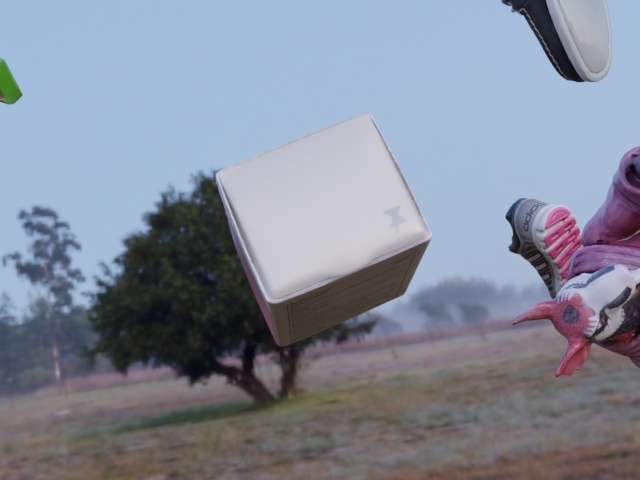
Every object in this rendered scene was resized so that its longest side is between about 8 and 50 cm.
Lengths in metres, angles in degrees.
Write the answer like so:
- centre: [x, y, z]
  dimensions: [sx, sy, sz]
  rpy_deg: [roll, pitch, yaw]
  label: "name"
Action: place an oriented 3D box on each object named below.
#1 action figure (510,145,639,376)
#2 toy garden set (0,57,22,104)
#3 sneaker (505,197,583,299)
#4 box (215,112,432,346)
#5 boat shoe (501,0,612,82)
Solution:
- centre: [0.299, -0.003, 0.735]
  dimensions: [0.370, 0.248, 0.276]
  rpy_deg: [-19, 5, -14]
  label: "action figure"
- centre: [-0.386, -0.221, 0.798]
  dimensions: [0.204, 0.049, 0.244]
  rpy_deg: [19, -34, 26]
  label: "toy garden set"
- centre: [0.247, 0.010, 1.026]
  dimensions: [0.063, 0.075, 0.170]
  rpy_deg: [-46, -45, -10]
  label: "sneaker"
- centre: [0.000, 0.000, 0.885]
  dimensions: [0.149, 0.126, 0.232]
  rpy_deg: [-22, -14, -7]
  label: "box"
- centre: [0.237, -0.313, 1.064]
  dimensions: [0.091, 0.302, 0.114]
  rpy_deg: [-16, 4, 46]
  label: "boat shoe"
